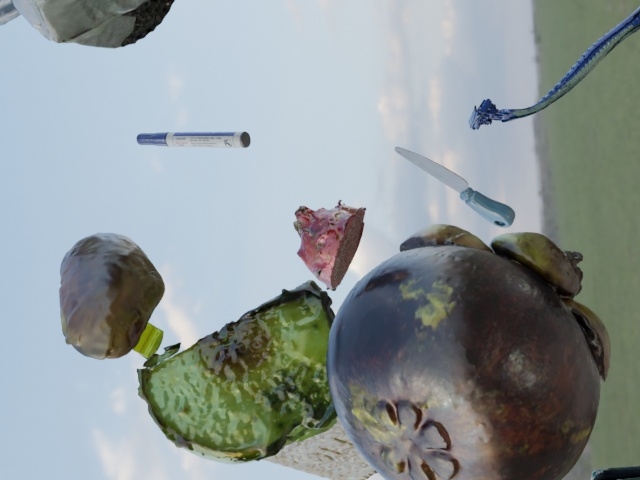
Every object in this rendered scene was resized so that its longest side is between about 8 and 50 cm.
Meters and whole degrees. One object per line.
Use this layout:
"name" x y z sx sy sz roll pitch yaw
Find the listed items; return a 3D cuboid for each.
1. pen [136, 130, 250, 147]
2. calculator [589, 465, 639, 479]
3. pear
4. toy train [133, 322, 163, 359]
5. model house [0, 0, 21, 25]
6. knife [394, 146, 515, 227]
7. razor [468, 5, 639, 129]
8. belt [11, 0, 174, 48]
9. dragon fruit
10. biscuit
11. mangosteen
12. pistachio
"pen" -0.193 -0.152 1.730 0.025 0.204 0.025 -10 -78 -57
"calculator" 0.392 0.285 1.208 0.274 0.248 0.058 77 -170 -65
"pear" -0.073 0.179 1.381 0.164 0.238 0.255 61 174 11
"toy train" -0.289 0.114 1.618 0.053 0.085 0.249 -59 23 -9
"model house" -0.458 -0.454 1.539 0.297 0.338 0.360 92 175 -54
"knife" 0.230 -0.095 1.948 0.032 0.244 0.058 -62 18 -17
"razor" 0.362 -0.248 1.674 0.056 0.324 0.093 57 176 6
"belt" -0.193 -0.289 1.003 0.164 0.184 0.289 48 151 21
"dragon fruit" 0.000 0.000 1.923 0.153 0.110 0.153 -57 -20 -34
"biscuit" 0.030 0.320 1.865 0.325 0.217 0.044 132 155 -57
"mangosteen" 0.112 0.077 0.809 0.217 0.192 0.192 -44 -45 -38
"pistachio" -0.178 0.033 0.988 0.173 0.089 0.049 -109 19 -52
